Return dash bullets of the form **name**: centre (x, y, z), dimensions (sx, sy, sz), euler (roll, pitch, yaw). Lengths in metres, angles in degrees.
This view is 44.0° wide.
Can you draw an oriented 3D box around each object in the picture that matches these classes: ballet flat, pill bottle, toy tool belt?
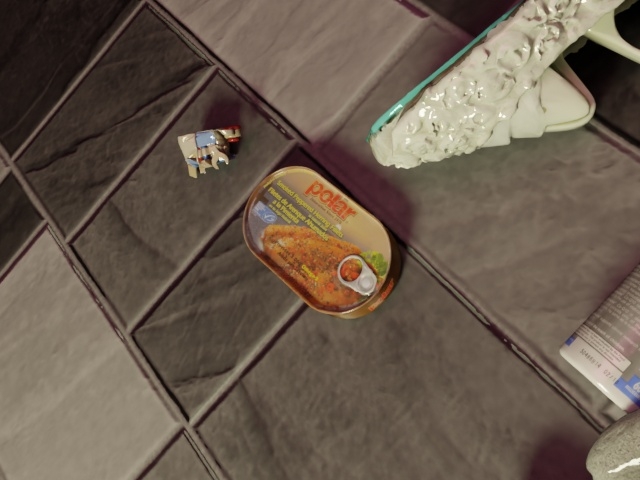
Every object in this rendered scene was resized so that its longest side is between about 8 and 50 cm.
- **ballet flat**: centre (0.223, -0.179, 0.676), dimensions (0.409, 0.147, 0.147), euler (-43, 57, 10)
- **pill bottle**: centre (0.254, 0.060, 0.592), dimensions (0.137, 0.078, 0.078), euler (-49, 56, 6)
- **toy tool belt**: centre (-0.120, -0.099, 0.892), dimensions (0.083, 0.052, 0.051), euler (-5, 101, 32)

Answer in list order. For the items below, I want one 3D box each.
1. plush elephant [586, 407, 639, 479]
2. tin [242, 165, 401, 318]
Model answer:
- **plush elephant**: centre (0.262, 0.188, 0.432), dimensions (0.330, 0.255, 0.272), euler (-36, 58, 13)
- **tin**: centre (0.000, 0.000, 0.787), dimensions (0.190, 0.040, 0.106), euler (41, 99, 34)
